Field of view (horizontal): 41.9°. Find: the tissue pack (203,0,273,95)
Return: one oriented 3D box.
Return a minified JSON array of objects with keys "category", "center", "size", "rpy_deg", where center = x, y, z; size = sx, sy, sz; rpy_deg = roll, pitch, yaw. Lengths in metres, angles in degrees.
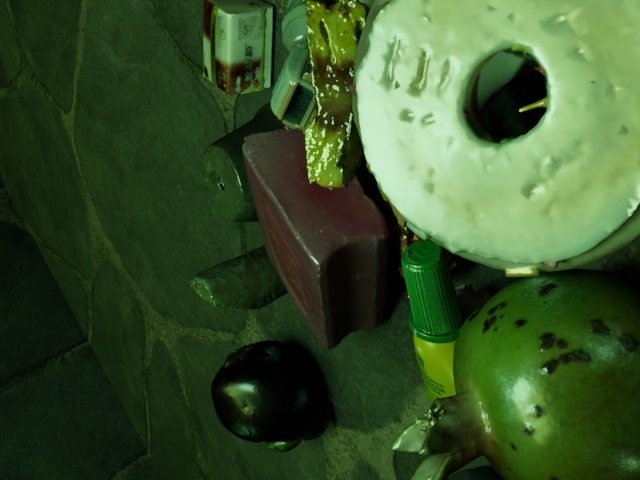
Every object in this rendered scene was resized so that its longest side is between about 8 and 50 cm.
[{"category":"tissue pack","center":[-0.148,-0.347,1.470],"size":[0.106,0.099,0.148],"rpy_deg":[39,137,41]}]

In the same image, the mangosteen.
[{"category":"mangosteen","center":[-0.099,0.310,1.654],"size":[0.243,0.243,0.243],"rpy_deg":[33,132,45]}]

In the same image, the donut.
[{"category":"donut","center":[0.213,-0.155,0.875],"size":[0.383,0.142,0.382],"rpy_deg":[7,107,25]}]

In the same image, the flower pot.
[{"category":"flower pot","center":[-0.118,-0.119,1.504],"size":[0.235,0.148,0.235],"rpy_deg":[33,134,44]}]

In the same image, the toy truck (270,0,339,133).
[{"category":"toy truck","center":[0.000,-0.265,1.179],"size":[0.108,0.140,0.256],"rpy_deg":[122,167,-51]}]

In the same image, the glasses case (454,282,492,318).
[{"category":"glasses case","center":[0.206,0.125,1.177],"size":[0.102,0.070,0.193],"rpy_deg":[18,142,33]}]

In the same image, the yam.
[{"category":"yam","center":[-0.113,0.066,1.499],"size":[0.106,0.259,0.106],"rpy_deg":[26,128,38]}]

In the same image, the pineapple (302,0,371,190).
[{"category":"pineapple","center":[0.022,-0.183,1.013],"size":[0.080,0.135,0.233],"rpy_deg":[9,108,14]}]

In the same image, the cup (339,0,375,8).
[{"category":"cup","center":[0.104,-0.304,1.070],"size":[0.142,0.134,0.173],"rpy_deg":[61,147,16]}]

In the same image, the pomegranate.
[{"category":"pomegranate","center":[0.243,0.159,0.943],"size":[0.291,0.323,0.290],"rpy_deg":[1,-90,-88]}]

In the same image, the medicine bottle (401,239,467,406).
[{"category":"medicine bottle","center":[0.157,0.127,1.083],"size":[0.111,0.076,0.309],"rpy_deg":[45,161,48]}]

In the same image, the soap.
[{"category":"soap","center":[0.000,0.000,1.292],"size":[0.233,0.128,0.359],"rpy_deg":[58,169,24]}]

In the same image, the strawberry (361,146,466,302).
[{"category":"strawberry","center":[0.154,-0.055,1.122],"size":[0.253,0.150,0.280],"rpy_deg":[-119,10,-78]}]

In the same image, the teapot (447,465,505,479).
[{"category":"teapot","center":[0.276,0.527,1.155],"size":[0.361,0.306,0.376],"rpy_deg":[51,173,44]}]
